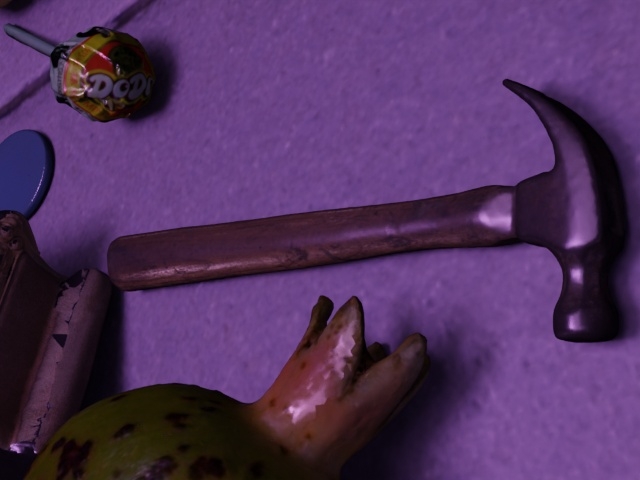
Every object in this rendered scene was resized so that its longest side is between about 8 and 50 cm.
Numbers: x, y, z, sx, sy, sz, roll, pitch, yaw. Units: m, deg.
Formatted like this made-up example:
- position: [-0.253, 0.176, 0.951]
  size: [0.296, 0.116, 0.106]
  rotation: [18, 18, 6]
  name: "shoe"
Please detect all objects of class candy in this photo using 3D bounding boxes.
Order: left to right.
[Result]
- position: [-0.256, -0.181, 0.943]
  size: [0.305, 0.091, 0.083]
  rotation: [29, 108, 47]
  name: "candy"

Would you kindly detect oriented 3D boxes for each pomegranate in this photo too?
- position: [-0.071, 0.163, 0.612]
  size: [0.231, 0.231, 0.285]
  rotation: [3, 71, 40]
  name: "pomegranate"

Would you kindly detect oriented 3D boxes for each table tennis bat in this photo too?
- position: [-0.326, -0.052, 1.001]
  size: [0.155, 0.019, 0.100]
  rotation: [-34, 59, 26]
  name: "table tennis bat"

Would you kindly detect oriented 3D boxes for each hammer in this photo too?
- position: [0.000, 0.000, 0.703]
  size: [0.440, 0.044, 0.168]
  rotation: [-8, 74, 37]
  name: "hammer"

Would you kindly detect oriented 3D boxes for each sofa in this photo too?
- position: [-0.306, 0.116, 0.876]
  size: [0.258, 0.182, 0.200]
  rotation: [-16, 51, 35]
  name: "sofa"

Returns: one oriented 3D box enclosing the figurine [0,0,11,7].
- position: [-0.355, -0.397, 1.047]
  size: [0.222, 0.124, 0.324]
  rotation: [-8, 70, 38]
  name: "figurine"
